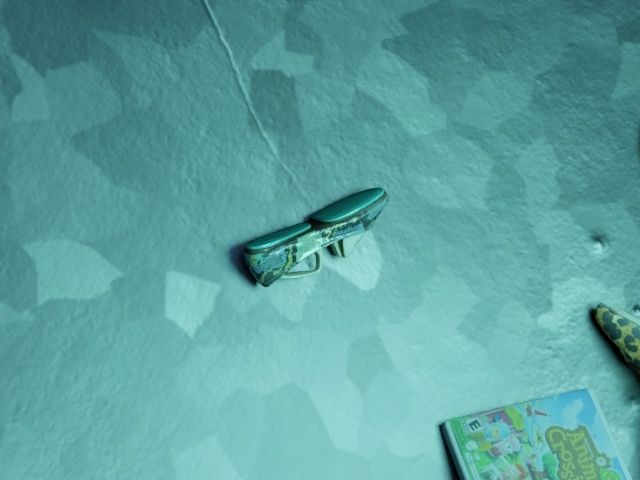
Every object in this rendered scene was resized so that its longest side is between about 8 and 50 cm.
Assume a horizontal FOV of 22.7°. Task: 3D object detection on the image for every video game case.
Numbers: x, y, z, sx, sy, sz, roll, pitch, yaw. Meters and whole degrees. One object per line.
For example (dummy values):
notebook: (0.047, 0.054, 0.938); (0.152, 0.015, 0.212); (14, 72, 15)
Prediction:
video game case: (0.261, 0.281, 1.805); (0.193, 0.023, 0.212); (-11, 61, -18)

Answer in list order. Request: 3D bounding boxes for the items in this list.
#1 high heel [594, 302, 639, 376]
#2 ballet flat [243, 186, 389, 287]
high heel: (0.374, 0.214, 1.866); (0.261, 0.093, 0.186); (44, 91, 12)
ballet flat: (0.000, 0.000, 1.818); (0.188, 0.070, 0.070); (-23, 84, -18)
